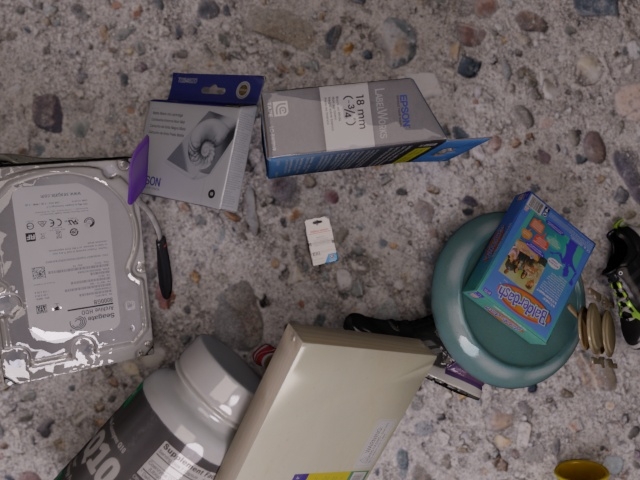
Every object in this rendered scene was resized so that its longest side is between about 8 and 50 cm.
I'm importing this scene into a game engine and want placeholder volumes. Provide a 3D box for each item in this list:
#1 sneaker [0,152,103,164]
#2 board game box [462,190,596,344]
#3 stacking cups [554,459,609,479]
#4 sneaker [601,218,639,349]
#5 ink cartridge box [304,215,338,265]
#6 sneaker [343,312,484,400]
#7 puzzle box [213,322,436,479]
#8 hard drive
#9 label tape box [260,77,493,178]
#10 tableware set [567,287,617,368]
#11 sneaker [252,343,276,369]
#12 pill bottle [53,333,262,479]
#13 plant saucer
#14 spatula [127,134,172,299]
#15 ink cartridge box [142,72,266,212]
[{"bbox_3d":[-0.459,-0.097,1.005,0.262,0.121,0.099,-1,91,-6],"label":"sneaker"},{"bbox_3d":[0.359,0.046,1.043,0.160,0.047,0.210,37,73,-10],"label":"board game box"},{"bbox_3d":[0.492,0.575,1.123,0.096,0.096,0.316,-6,94,-5],"label":"stacking cups"},{"bbox_3d":[0.557,0.080,1.121,0.097,0.084,0.235,6,81,-8],"label":"sneaker"},{"bbox_3d":[0.000,0.000,1.093,0.048,0.028,0.083,-11,93,-5],"label":"ink cartridge box"},{"bbox_3d":[0.178,0.171,1.089,0.283,0.107,0.124,27,79,-12],"label":"sneaker"},{"bbox_3d":[-0.013,0.323,0.967,0.272,0.052,0.409,13,111,-37],"label":"puzzle box"},{"bbox_3d":[-0.402,0.042,0.976,0.236,0.064,0.339,-7,103,-28],"label":"hard drive"},{"bbox_3d":[0.072,-0.179,0.991,0.333,0.240,0.106,-7,90,-6],"label":"label tape box"},{"bbox_3d":[0.486,0.162,1.085,0.039,0.194,0.128,-6,74,36],"label":"tableware set"},{"bbox_3d":[-0.065,0.212,1.093,0.118,0.067,0.042,13,88,-35],"label":"sneaker"},{"bbox_3d":[-0.255,0.342,0.994,0.204,0.204,0.361,43,87,-5],"label":"pill bottle"},{"bbox_3d":[0.347,0.102,1.079,0.317,0.043,0.318,2,82,-17],"label":"plant saucer"},{"bbox_3d":[-0.275,-0.022,0.999,0.030,0.084,0.297,0,122,8],"label":"spatula"},{"bbox_3d":[-0.206,-0.172,1.001,0.223,0.045,0.224,11,89,35],"label":"ink cartridge box"}]
